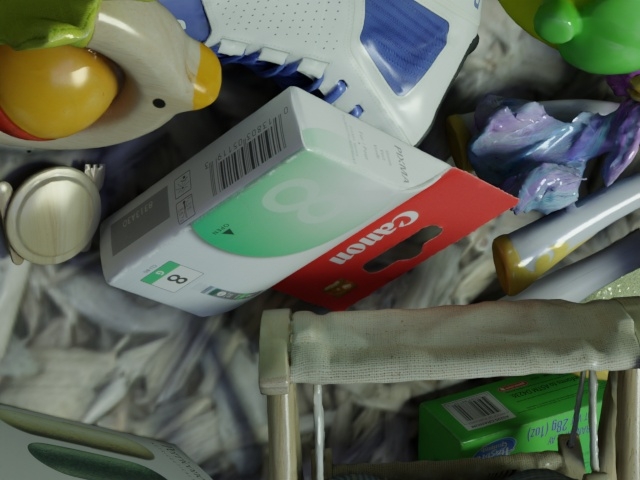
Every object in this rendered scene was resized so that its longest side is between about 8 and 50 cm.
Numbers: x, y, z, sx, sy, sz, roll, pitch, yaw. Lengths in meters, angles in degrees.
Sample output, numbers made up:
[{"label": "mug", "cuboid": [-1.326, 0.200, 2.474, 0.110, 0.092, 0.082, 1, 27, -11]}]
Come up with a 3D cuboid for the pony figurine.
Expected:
[{"label": "pony figurine", "cuboid": [0.286, -0.064, 1.079, 0.363, 0.303, 0.351, -16, 122, -5]}]

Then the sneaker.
[{"label": "sneaker", "cuboid": [-0.004, -0.126, 0.897, 0.315, 0.127, 0.182, -17, 118, -32]}]

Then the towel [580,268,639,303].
[{"label": "towel", "cuboid": [0.244, 0.060, 1.239, 0.148, 0.027, 0.110, -26, 124, -25]}]

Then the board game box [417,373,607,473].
[{"label": "board game box", "cuboid": [0.195, 0.255, 1.243, 0.242, 0.064, 0.316, -13, 120, -24]}]

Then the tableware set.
[{"label": "tableware set", "cuboid": [-0.204, -0.038, 0.860, 0.168, 0.020, 0.141, -19, 122, -29]}]

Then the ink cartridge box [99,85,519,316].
[{"label": "ink cartridge box", "cuboid": [0.000, 0.000, 0.945, 0.181, 0.056, 0.224, -33, 140, 33]}]

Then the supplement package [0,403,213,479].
[{"label": "supplement package", "cuboid": [-0.183, 0.226, 0.879, 0.262, 0.199, 0.198, 21, 97, -41]}]

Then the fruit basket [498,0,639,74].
[{"label": "fruit basket", "cuboid": [0.202, -0.268, 0.824, 0.283, 0.392, 0.392, -27, 132, 16]}]

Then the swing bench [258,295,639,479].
[{"label": "swing bench", "cuboid": [0.091, 0.145, 1.002, 0.253, 0.165, 0.255, -1, 116, 1]}]

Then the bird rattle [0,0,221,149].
[{"label": "bird rattle", "cuboid": [-0.168, -0.092, 0.727, 0.207, 0.253, 0.143, 33, 44, -47]}]
